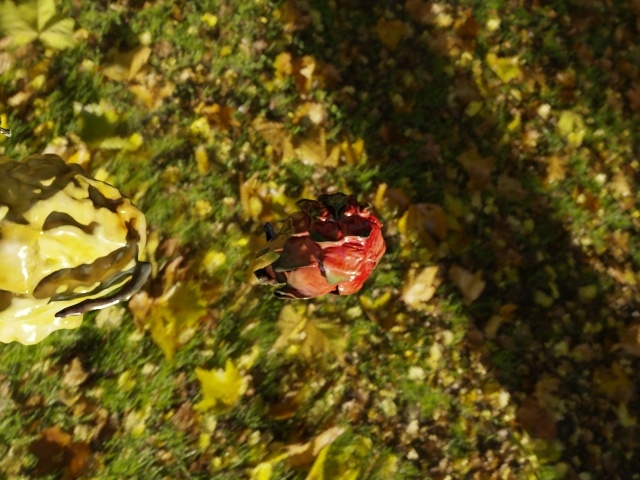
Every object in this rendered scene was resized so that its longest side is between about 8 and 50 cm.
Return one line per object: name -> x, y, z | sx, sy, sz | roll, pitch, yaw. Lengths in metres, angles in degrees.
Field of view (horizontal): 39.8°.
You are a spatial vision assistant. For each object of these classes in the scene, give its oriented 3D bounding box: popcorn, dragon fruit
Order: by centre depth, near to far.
dragon fruit -> 0.003, 0.006, 1.002 | 0.130, 0.142, 0.121 | 2, 70, -55
popcorn -> -0.477, 0.025, 1.546 | 0.381, 0.349, 0.349 | 16, 47, 17

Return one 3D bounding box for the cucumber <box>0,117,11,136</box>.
cucumber -> -0.460, -0.203, 1.211 | 0.043, 0.163, 0.039 | -5, 56, -10
